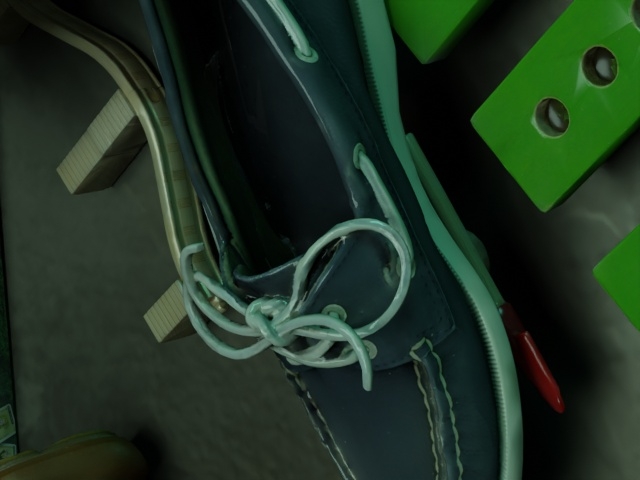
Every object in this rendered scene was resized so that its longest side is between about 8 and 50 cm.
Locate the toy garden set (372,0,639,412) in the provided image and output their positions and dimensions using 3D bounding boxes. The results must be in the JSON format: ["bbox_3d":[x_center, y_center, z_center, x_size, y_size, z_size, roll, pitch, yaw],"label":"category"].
[{"bbox_3d":[0.061,-0.060,0.622,0.244,0.049,0.204,53,132,14],"label":"toy garden set"}]

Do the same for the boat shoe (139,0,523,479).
[{"bbox_3d":[0.000,0.000,0.607,0.095,0.079,0.254,-7,101,41],"label":"boat shoe"}]

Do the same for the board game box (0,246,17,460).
[{"bbox_3d":[-0.213,-0.008,0.883,0.136,0.030,0.260,7,103,42],"label":"board game box"}]

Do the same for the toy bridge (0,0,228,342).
[{"bbox_3d":[-0.090,-0.045,0.769,0.063,0.026,0.188,-46,69,36],"label":"toy bridge"}]

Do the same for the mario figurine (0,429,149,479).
[{"bbox_3d":[-0.047,0.244,0.758,0.320,0.170,0.198,58,166,29],"label":"mario figurine"}]
